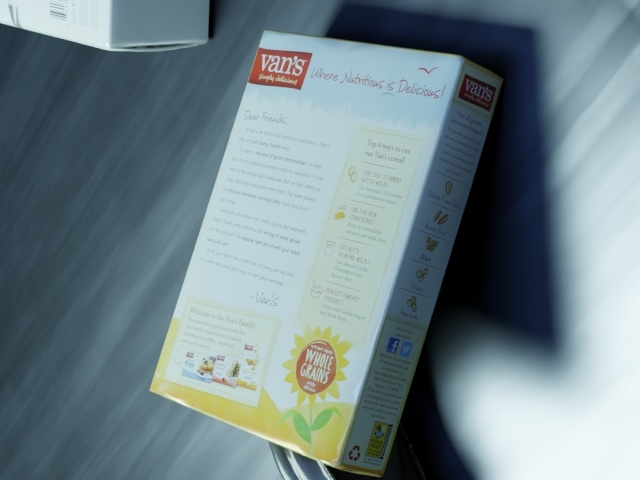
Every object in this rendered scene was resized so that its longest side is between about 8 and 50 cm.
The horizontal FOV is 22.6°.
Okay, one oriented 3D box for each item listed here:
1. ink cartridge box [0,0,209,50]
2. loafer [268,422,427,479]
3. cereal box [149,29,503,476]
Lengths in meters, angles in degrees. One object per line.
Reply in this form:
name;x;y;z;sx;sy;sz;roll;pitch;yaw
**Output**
ink cartridge box;-0.174;-0.228;1.142;0.218;0.092;0.158;19;111;45
loafer;0.005;0.087;0.991;0.220;0.080;0.078;60;136;25
cereal box;0.000;0.000;0.946;0.173;0.047;0.240;16;87;46
